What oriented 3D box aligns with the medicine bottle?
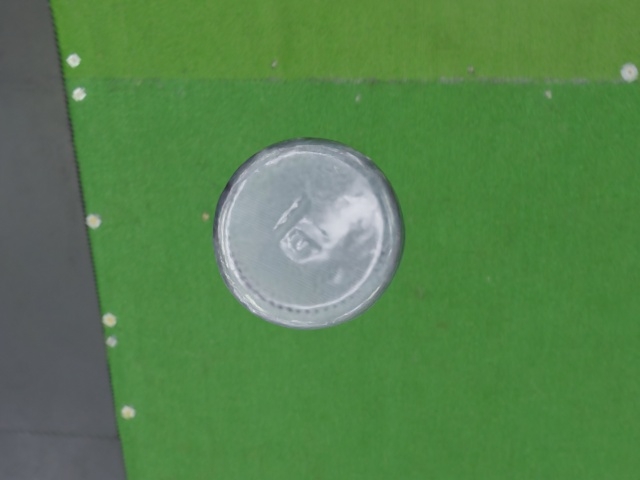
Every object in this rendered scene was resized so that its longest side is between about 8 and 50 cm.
[{"bbox_3d":[0.000,0.000,0.524,0.083,0.203,0.084,0,88,2],"label":"medicine bottle"}]
